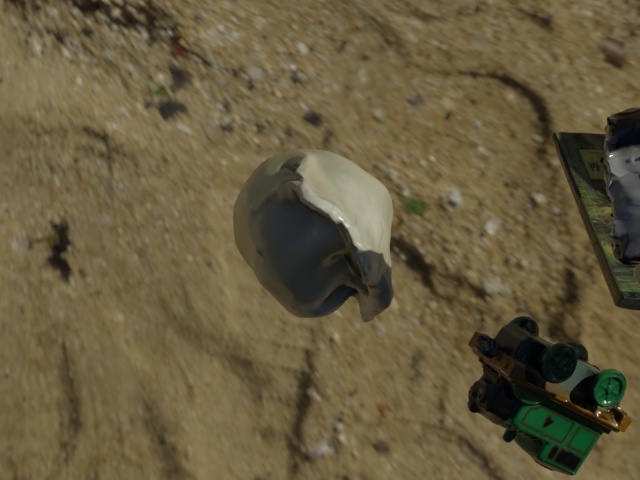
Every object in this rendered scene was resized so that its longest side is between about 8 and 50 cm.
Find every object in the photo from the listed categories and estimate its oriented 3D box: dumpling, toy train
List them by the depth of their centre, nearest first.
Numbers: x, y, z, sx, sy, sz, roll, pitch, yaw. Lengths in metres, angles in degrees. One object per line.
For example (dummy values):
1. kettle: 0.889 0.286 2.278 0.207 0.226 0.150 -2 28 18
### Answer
1. dumpling: 0.000 0.000 1.391 0.162 0.250 0.132 38 77 -4
2. toy train: 0.239 0.168 1.750 0.227 0.091 0.136 25 98 -32

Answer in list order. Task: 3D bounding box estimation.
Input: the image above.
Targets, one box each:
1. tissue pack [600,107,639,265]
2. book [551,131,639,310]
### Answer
1. tissue pack: 0.346 -0.039 1.211 0.245 0.332 0.123 -6 87 17
2. book: 0.332 -0.019 1.633 0.160 0.228 0.024 4 137 -19
